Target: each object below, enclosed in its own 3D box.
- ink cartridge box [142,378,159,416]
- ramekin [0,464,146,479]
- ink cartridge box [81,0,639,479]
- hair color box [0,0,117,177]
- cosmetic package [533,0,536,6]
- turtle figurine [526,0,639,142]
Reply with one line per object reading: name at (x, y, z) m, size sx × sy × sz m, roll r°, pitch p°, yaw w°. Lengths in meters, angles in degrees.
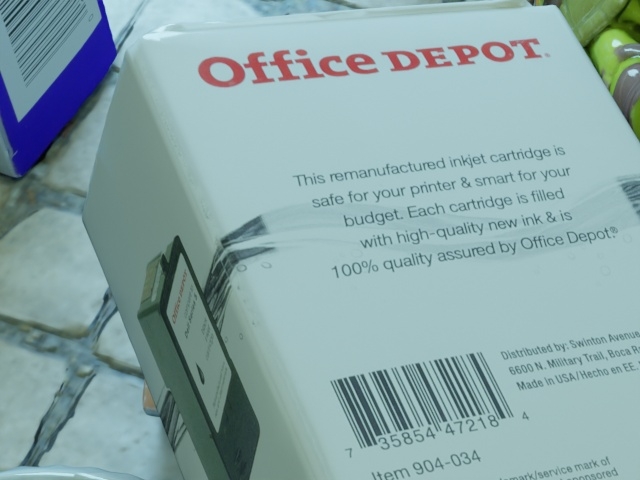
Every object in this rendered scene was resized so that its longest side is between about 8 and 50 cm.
ink cartridge box at (0.000, 0.000, 0.886) m, size 0.145 × 0.045 × 0.179 m, roll 5°, pitch 88°, yaw 9°
ramekin at (-0.108, 0.210, 0.737) m, size 0.272 × 0.127 × 0.273 m, roll -2°, pitch 52°, yaw 3°
ink cartridge box at (0.047, 0.045, 0.730) m, size 0.198 × 0.115 × 0.273 m, roll -7°, pitch 53°, yaw -26°
hair color box at (-0.288, -0.177, 1.008) m, size 0.338 × 0.185 × 0.110 m, roll 23°, pitch 60°, yaw 21°
cosmetic package at (0.187, -0.221, 1.052) m, size 0.239 × 0.099 × 0.060 m, roll -34°, pitch 58°, yaw -20°
turtle figurine at (0.149, -0.113, 0.878) m, size 0.269 × 0.087 × 0.217 m, roll -48°, pitch 18°, yaw -1°
